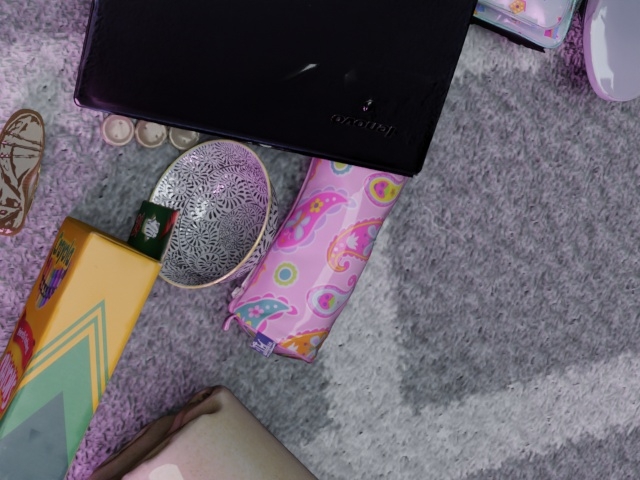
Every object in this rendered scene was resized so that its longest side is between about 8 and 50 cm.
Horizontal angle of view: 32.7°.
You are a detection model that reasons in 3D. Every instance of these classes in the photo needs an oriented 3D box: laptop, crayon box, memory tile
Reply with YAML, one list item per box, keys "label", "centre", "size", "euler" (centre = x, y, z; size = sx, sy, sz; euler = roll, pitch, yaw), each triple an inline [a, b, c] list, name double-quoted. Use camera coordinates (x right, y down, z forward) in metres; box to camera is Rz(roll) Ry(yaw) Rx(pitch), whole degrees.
- label: "laptop"
  centre: [-0.031, -0.331, 1.163]
  size: [0.382, 0.236, 0.408]
  euler: [11, 57, -15]
- label: "crayon box"
  centre: [-0.258, 0.094, 1.116]
  size: [0.081, 0.202, 0.318]
  euler: [25, 86, -20]
- label: "memory tile"
  centre: [-0.187, -0.176, 1.211]
  size: [0.113, 0.012, 0.148]
  euler: [1, 96, -19]

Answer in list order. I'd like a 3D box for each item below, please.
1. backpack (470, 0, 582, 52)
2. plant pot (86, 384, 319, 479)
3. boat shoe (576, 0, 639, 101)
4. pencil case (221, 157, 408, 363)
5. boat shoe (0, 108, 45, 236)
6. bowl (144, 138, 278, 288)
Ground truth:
- label: "backpack"
  centre: [0.241, -0.331, 1.256]
  size: [0.166, 0.144, 0.188]
  euler: [25, 96, 5]
- label: "plant pot"
  centre: [-0.101, 0.338, 1.157]
  size: [0.334, 0.334, 0.305]
  euler: [-38, 95, -12]
- label: "boat shoe"
  centre: [0.358, -0.319, 1.341]
  size: [0.113, 0.105, 0.306]
  euler: [-1, 90, -15]
- label: "pencil case"
  centre: [0.000, 0.000, 1.240]
  size: [0.124, 0.124, 0.284]
  euler: [30, 87, -20]
- label: "boat shoe"
  centre: [-0.323, -0.074, 1.156]
  size: [0.050, 0.045, 0.135]
  euler: [15, 94, -12]
- label: "bowl"
  centre: [-0.104, -0.018, 1.200]
  size: [0.080, 0.170, 0.170]
  euler: [31, 84, -52]
